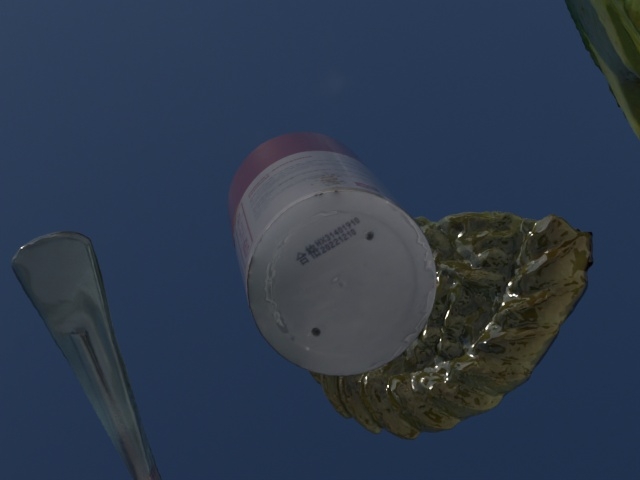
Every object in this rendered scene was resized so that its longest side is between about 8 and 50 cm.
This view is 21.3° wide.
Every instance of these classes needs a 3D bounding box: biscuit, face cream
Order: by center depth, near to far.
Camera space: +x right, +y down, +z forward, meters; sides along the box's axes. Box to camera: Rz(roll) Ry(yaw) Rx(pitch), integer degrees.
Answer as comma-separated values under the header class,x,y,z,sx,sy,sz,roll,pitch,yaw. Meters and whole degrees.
class,x,y,z,sx,sy,sz,roll,pitch,yaw
face cream,0.000,0.000,0.948,0.095,0.214,0.096,-1,-78,-6
biscuit,0.075,0.061,1.308,0.036,0.273,0.187,29,-112,-45

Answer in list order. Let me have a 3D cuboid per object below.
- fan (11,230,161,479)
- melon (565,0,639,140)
class,x,y,z,sx,sy,sz,roll,pitch,yaw
fan,-0.136,0.116,1.177,0.057,0.023,0.282,-17,-63,7
melon,0.325,-0.171,1.452,0.331,0.343,0.226,4,-73,-13
